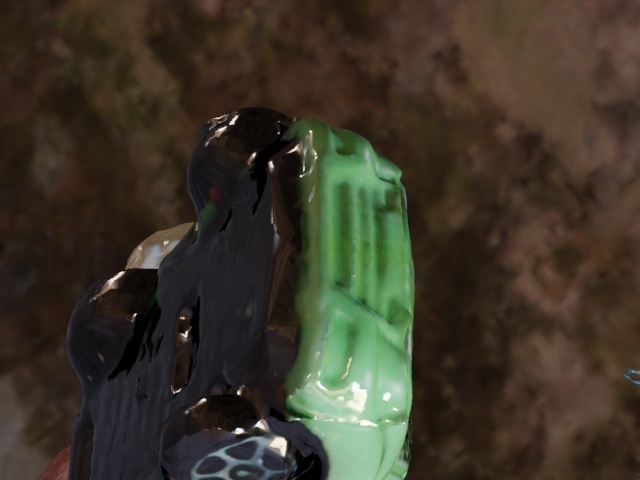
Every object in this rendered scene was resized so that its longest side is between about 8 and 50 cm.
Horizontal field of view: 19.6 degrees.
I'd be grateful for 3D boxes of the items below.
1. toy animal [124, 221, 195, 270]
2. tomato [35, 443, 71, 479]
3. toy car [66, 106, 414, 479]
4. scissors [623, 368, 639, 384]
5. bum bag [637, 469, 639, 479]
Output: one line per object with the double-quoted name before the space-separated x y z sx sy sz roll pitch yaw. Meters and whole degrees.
"toy animal" -0.177 0.087 2.303 0.188 0.308 0.266 13 -45 38
"tomato" -0.083 0.224 1.473 0.338 0.144 0.338 9 16 -3
"toy car" -0.040 0.102 0.988 0.176 0.359 0.213 19 46 -21
"scissors" 0.326 0.125 1.830 0.058 0.014 0.119 12 15 5
"bum bag" 0.429 0.204 1.856 0.310 0.137 0.074 -5 55 -31
